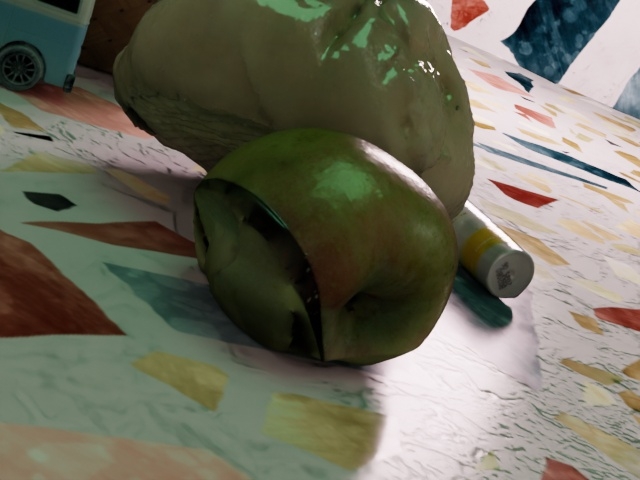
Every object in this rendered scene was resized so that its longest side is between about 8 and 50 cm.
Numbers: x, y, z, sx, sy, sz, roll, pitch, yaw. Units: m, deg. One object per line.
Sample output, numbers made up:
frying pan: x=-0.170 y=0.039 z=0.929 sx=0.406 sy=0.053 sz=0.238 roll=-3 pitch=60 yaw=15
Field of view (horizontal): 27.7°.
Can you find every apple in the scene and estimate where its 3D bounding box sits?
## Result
apple: x=0.000 y=0.000 z=1.007 sx=0.207 sy=0.174 sz=0.188 roll=30 pitch=12 yaw=-40

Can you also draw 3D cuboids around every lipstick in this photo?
lipstick: x=0.148 y=-0.020 z=1.421 sx=0.059 sy=0.059 sz=0.264 roll=14 pitch=19 yaw=-28

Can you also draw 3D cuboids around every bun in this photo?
bun: x=-0.010 y=-0.152 z=1.215 sx=0.359 sy=0.211 sz=0.360 roll=23 pitch=-10 yaw=4

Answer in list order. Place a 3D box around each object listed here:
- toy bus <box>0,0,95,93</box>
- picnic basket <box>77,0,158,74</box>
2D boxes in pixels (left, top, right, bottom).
toy bus: x=-0.368 y=-0.272 z=1.338 sx=0.271 sy=0.165 sz=0.133 roll=17 pitch=18 yaw=-18
picnic basket: x=-0.224 y=-0.379 z=1.555 sx=0.337 sy=0.293 sz=0.337 roll=15 pitch=47 yaw=-17
